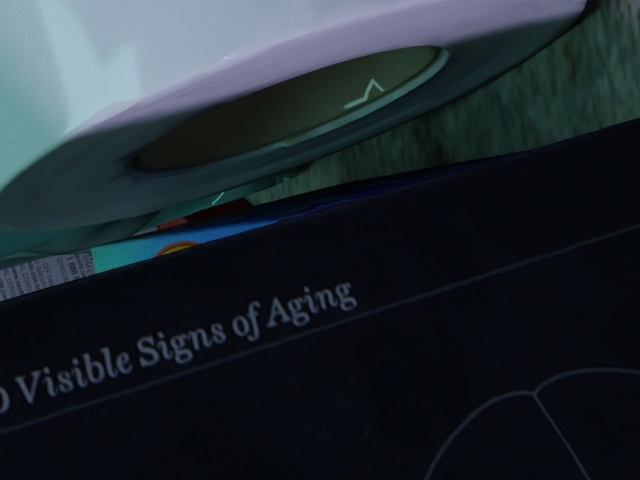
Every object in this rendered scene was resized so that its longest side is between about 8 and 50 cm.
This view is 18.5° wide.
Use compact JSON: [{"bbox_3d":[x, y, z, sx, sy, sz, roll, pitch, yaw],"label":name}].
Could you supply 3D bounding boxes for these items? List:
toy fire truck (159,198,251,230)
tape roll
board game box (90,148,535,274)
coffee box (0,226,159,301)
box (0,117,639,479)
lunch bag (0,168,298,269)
[{"bbox_3d":[-0.110,-0.083,1.242,0.192,0.047,0.135,37,135,47],"label":"toy fire truck"},{"bbox_3d":[-0.031,-0.099,0.868,0.286,0.286,0.100,-32,77,59],"label":"tape roll"},{"bbox_3d":[0.000,0.000,0.987,0.210,0.160,0.047,-8,96,59],"label":"board game box"},{"bbox_3d":[-0.348,-0.040,1.374,0.337,0.334,0.338,-20,88,59],"label":"coffee box"},{"bbox_3d":[0.026,0.257,0.744,0.472,0.479,0.297,61,148,22],"label":"box"},{"bbox_3d":[-0.145,-0.104,1.079,0.160,0.262,0.223,-24,84,58],"label":"lunch bag"}]
